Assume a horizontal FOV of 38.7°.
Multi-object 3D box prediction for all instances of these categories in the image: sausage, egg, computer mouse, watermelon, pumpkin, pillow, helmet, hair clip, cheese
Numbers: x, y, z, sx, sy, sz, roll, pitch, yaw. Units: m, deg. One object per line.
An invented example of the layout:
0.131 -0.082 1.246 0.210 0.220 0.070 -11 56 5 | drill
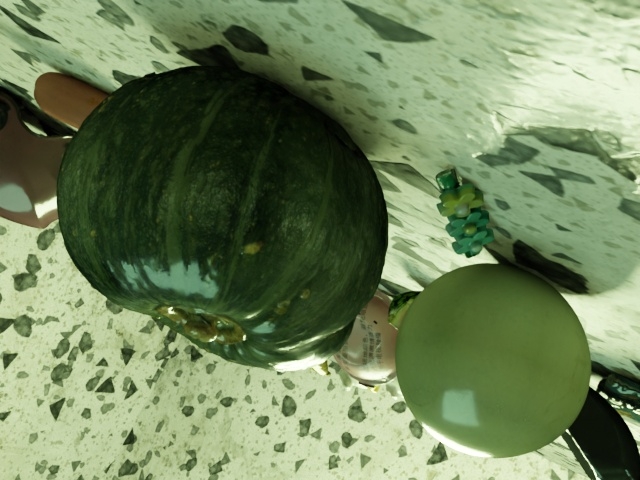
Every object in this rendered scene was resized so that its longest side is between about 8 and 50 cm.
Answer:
-0.316 -0.178 1.232 0.154 0.062 0.062 26 169 15 | sausage
0.194 0.137 1.034 0.219 0.219 0.269 21 162 33 | egg
0.393 0.261 1.374 0.295 0.087 0.168 58 -179 34 | computer mouse
0.182 0.116 1.383 0.163 0.087 0.069 31 138 -27 | watermelon
-0.085 -0.018 0.892 0.291 0.257 0.328 9 155 25 | pumpkin
0.501 0.257 1.352 0.189 0.034 0.255 26 171 17 | pillow
-0.582 -0.149 1.687 0.338 0.197 0.271 29 172 -13 | helmet
0.145 -0.022 0.902 0.049 0.049 0.173 23 167 24 | hair clip
0.113 0.172 1.609 0.286 0.189 0.074 0 -169 36 | cheese

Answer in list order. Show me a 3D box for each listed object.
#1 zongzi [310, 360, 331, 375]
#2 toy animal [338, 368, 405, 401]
-0.103 0.133 1.822 0.286 0.134 0.288 24 148 43 | zongzi
0.150 0.220 1.749 0.208 0.154 0.325 50 144 -8 | toy animal
